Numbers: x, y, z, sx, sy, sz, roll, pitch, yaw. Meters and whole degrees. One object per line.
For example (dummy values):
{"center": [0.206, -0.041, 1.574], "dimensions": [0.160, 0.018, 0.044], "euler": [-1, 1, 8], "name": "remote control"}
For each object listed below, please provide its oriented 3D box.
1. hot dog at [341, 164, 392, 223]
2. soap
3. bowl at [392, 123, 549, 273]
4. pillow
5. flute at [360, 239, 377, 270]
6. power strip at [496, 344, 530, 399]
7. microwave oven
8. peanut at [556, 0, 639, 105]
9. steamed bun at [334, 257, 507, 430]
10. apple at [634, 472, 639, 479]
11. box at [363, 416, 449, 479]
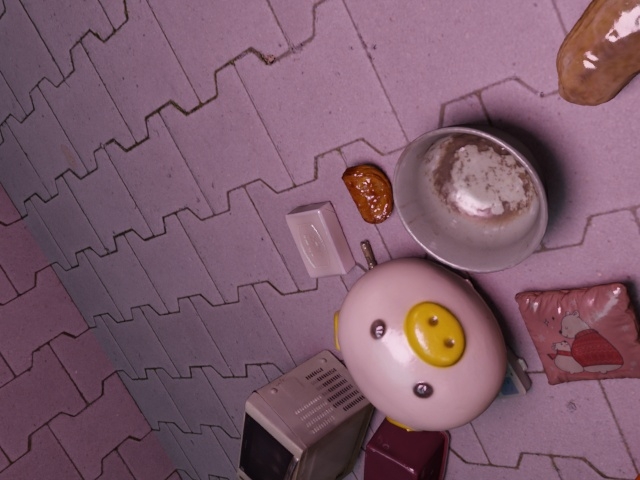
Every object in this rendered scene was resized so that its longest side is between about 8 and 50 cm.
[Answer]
{"center": [0.106, -0.105, 1.315], "dimensions": [0.099, 0.065, 0.147], "euler": [-8, 122, 43], "name": "hot dog"}
{"center": [0.000, 0.000, 1.479], "dimensions": [0.122, 0.064, 0.183], "euler": [-8, 112, 41], "name": "soap"}
{"center": [0.292, -0.096, 1.100], "dimensions": [0.289, 0.146, 0.289], "euler": [21, 129, 28], "name": "bowl"}
{"center": [0.510, 0.185, 1.145], "dimensions": [0.236, 0.084, 0.223], "euler": [-17, 107, 48], "name": "pillow"}
{"center": [0.143, 0.105, 1.452], "dimensions": [0.027, 0.027, 0.232], "euler": [-6, 113, 43], "name": "flute"}
{"center": [0.360, 0.319, 1.394], "dimensions": [0.270, 0.046, 0.118], "euler": [-27, 98, 48], "name": "power strip"}
{"center": [-0.059, 0.559, 1.705], "dimensions": [0.247, 0.333, 0.394], "euler": [39, 136, 30], "name": "microwave oven"}
{"center": [0.431, -0.291, 0.867], "dimensions": [0.129, 0.129, 0.224], "euler": [45, 146, 8], "name": "peanut"}
{"center": [0.208, 0.218, 1.258], "dimensions": [0.373, 0.334, 0.334], "euler": [53, 138, 12], "name": "steamed bun"}
{"center": [0.693, 0.542, 1.081], "dimensions": [0.275, 0.299, 0.298], "euler": [5, 121, 55], "name": "apple"}
{"center": [0.224, 0.615, 1.623], "dimensions": [0.193, 0.167, 0.293], "euler": [22, 130, 31], "name": "box"}
